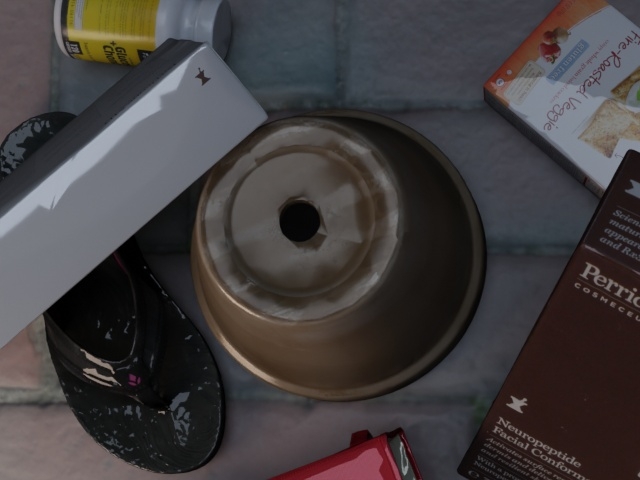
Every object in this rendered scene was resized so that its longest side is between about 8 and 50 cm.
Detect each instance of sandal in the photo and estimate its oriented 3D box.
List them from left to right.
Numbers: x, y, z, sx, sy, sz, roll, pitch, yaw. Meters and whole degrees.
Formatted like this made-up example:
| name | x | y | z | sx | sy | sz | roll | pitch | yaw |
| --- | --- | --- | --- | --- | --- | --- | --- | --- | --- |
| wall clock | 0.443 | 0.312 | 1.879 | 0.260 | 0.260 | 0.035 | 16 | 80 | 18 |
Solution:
| name | x | y | z | sx | sy | sz | roll | pitch | yaw |
| --- | --- | --- | --- | --- | --- | --- | --- | --- | --- |
| sandal | -0.253 | 0.059 | 1.236 | 0.167 | 0.107 | 0.446 | -29 | 78 | 3 |

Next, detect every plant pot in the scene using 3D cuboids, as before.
| name | x | y | z | sx | sy | sz | roll | pitch | yaw |
| --- | --- | --- | --- | --- | --- | --- | --- | --- | --- |
| plant pot | 0.000 | 0.000 | 1.120 | 0.323 | 0.280 | 0.323 | -1 | 82 | 10 |

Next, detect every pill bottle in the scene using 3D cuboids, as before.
| name | x | y | z | sx | sy | sz | roll | pitch | yaw |
| --- | --- | --- | --- | --- | --- | --- | --- | --- | --- |
| pill bottle | -0.200 | -0.248 | 1.272 | 0.184 | 0.103 | 0.103 | 9 | 84 | 10 |

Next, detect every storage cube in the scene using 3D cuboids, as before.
| name | x | y | z | sx | sy | sz | roll | pitch | yaw |
| --- | --- | --- | --- | --- | --- | --- | --- | --- | --- |
| storage cube | 0.022 | 0.313 | 1.121 | 0.193 | 0.183 | 0.215 | -22 | 80 | 6 |

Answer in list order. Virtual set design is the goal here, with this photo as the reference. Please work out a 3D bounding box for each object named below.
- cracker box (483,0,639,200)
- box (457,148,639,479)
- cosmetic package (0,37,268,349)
| name | x | y | z | sx | sy | sz | roll | pitch | yaw |
| --- | --- | --- | --- | --- | --- | --- | --- | --- | --- |
| cracker box | 0.311 | -0.141 | 1.197 | 0.232 | 0.067 | 0.156 | 42 | 91 | 11 |
| box | 0.277 | 0.121 | 1.008 | 0.191 | 0.381 | 0.143 | 28 | 50 | 12 |
| cosmetic package | -0.242 | -0.041 | 1.082 | 0.377 | 0.284 | 0.097 | -41 | 105 | -3 |
